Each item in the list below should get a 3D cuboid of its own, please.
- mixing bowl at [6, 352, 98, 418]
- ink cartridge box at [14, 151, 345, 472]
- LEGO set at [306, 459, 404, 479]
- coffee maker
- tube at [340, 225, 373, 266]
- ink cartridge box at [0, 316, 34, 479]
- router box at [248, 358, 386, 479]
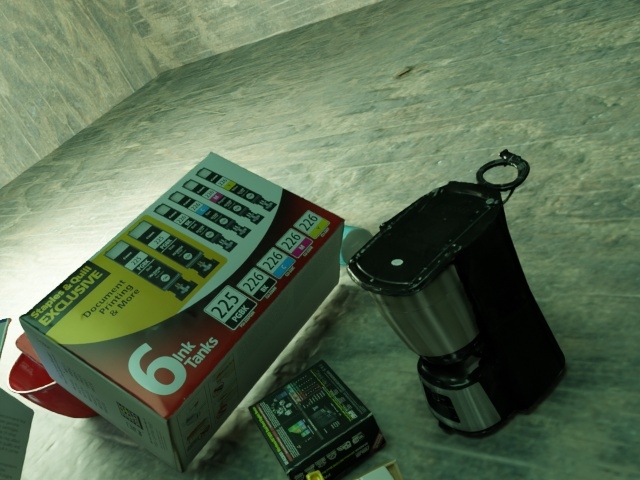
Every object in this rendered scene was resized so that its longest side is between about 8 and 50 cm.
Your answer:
[{"bbox_3d":[-0.299,0.164,0.897,0.181,0.098,0.181,-23,26,12],"label":"mixing bowl"},{"bbox_3d":[-0.168,0.051,0.798,0.271,0.130,0.309,27,53,20],"label":"ink cartridge box"},{"bbox_3d":[-0.046,0.273,0.499,0.132,0.107,0.287,24,44,16],"label":"LEGO set"},{"bbox_3d":[0.136,0.051,0.582,0.171,0.178,0.120,-30,28,3],"label":"coffee maker"},{"bbox_3d":[0.000,0.000,0.963,0.080,0.052,0.207,-29,18,-24],"label":"tube"},{"bbox_3d":[-0.452,0.272,0.741,0.324,0.071,0.330,-15,56,27],"label":"ink cartridge box"},{"bbox_3d":[-0.007,0.175,0.654,0.092,0.038,0.122,-30,24,-12],"label":"router box"}]
